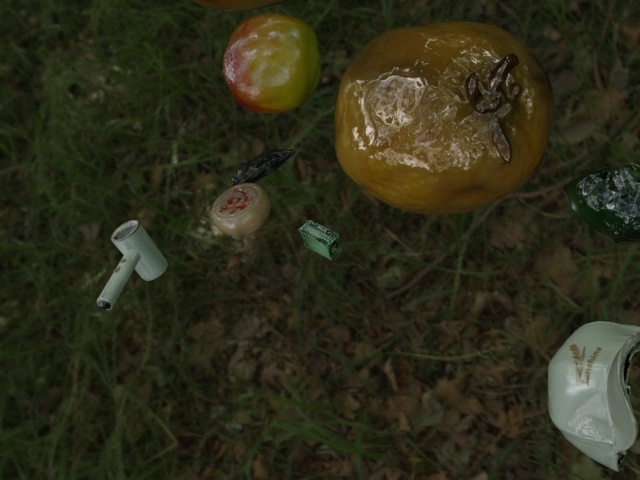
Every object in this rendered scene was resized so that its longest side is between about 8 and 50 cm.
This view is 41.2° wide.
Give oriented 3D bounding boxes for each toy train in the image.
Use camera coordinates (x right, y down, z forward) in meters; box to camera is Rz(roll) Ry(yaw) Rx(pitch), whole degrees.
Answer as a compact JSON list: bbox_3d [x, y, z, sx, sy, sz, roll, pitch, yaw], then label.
[{"bbox_3d":[0.000,0.000,1.662,0.093,0.056,0.038,27,58,37],"label":"toy train"}]

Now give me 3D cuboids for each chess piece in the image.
[{"bbox_3d":[-0.109,-0.043,1.178,0.083,0.038,0.084,-14,42,13],"label":"chess piece"}]

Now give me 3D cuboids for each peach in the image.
[{"bbox_3d":[-0.110,-0.401,1.936,0.231,0.231,0.231,-14,65,30],"label":"peach"}]

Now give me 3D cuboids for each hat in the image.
[{"bbox_3d":[0.467,0.226,1.422,0.168,0.301,0.258,15,72,16],"label":"hat"}]

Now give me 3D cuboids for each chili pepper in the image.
[{"bbox_3d":[0.412,-0.049,1.017,0.264,0.148,0.116,-12,90,54],"label":"chili pepper"}]

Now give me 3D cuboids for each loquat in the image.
[{"bbox_3d":[0.123,-0.124,0.866,0.238,0.238,0.193,3,100,36],"label":"loquat"}]

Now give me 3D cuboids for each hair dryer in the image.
[{"bbox_3d":[-0.414,0.073,1.833,0.073,0.131,0.236,-18,31,23],"label":"hair dryer"}]

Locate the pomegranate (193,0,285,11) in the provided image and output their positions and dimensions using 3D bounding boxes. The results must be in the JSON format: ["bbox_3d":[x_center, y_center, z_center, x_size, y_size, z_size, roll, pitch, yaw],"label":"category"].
[{"bbox_3d":[-0.061,-0.392,0.881,0.319,0.319,0.319,-14,65,30],"label":"pomegranate"}]

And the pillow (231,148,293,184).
[{"bbox_3d":[-0.140,-0.176,2.008,0.150,0.048,0.090,-34,33,-19],"label":"pillow"}]
